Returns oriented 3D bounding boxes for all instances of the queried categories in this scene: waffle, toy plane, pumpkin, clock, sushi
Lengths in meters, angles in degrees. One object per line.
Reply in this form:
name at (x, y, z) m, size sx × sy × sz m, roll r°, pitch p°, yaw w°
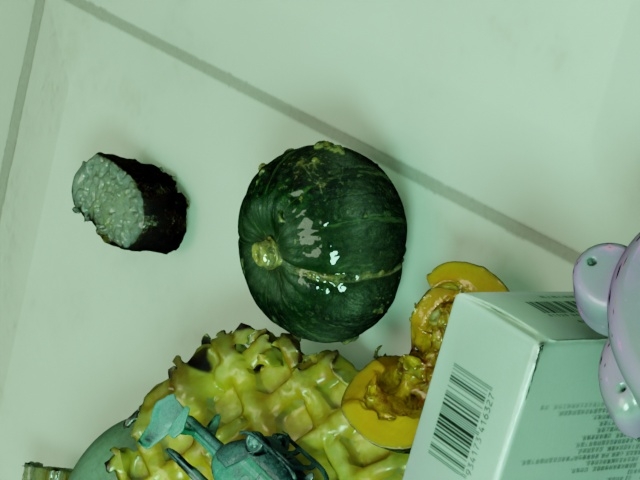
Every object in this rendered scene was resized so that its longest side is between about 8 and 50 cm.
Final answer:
waffle at (-0.056, 0.272, 1.798) m, size 0.382 × 0.095 × 0.380 m, roll 16°, pitch 81°, yaw 31°
toy plane at (-0.074, 0.213, 1.754) m, size 0.235 × 0.060 × 0.096 m, roll 38°, pitch 104°, yaw 31°
pumpkin at (0.000, 0.001, 1.798) m, size 0.190 × 0.146 × 0.190 m, roll -22°, pitch 62°, yaw 49°
pumpkin at (0.111, 0.116, 1.694) m, size 0.183 × 0.107 × 0.119 m, roll -50°, pitch 55°, yaw -1°
clock at (0.315, 0.080, 1.391) m, size 0.090 × 0.227 × 0.248 m, roll 73°, pitch 172°, yaw -55°
sushi at (-0.208, -0.042, 2.093) m, size 0.150 × 0.078 × 0.091 m, roll 35°, pitch 109°, yaw 45°

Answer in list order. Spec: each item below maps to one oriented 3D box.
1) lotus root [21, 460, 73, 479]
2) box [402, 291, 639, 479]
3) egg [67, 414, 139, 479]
lotus root at (-0.284, 0.326, 2.183) m, size 0.143 × 0.070 × 0.144 m, roll 13°, pitch 95°, yaw 43°
box at (0.174, 0.194, 1.553) m, size 0.106 × 0.200 × 0.299 m, roll 33°, pitch 114°, yaw 46°
egg at (-0.192, 0.292, 2.000) m, size 0.169 × 0.169 × 0.236 m, roll 50°, pitch 125°, yaw 37°
